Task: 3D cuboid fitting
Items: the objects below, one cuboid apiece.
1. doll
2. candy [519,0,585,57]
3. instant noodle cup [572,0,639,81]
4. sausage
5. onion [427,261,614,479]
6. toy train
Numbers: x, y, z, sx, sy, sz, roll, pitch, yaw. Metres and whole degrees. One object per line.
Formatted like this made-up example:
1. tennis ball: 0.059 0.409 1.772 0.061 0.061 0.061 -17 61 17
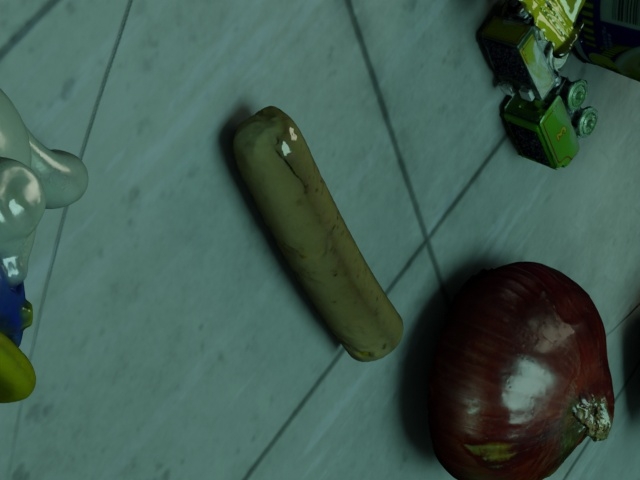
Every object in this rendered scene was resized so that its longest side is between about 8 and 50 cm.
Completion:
1. doll: -0.241 -0.018 0.984 0.243 0.159 0.311 -59 140 -17
2. candy: 0.240 -0.320 1.556 0.187 0.081 0.297 46 60 -13
3. instant noodle cup: 0.417 -0.230 1.677 0.284 0.312 0.284 -30 129 -45
4. sausage: 0.000 0.002 1.418 0.066 0.066 0.301 -56 141 -22
5. onion: 0.198 0.133 1.687 0.248 0.161 0.248 20 67 -58
6. toy train: 0.207 -0.149 1.643 0.081 0.060 0.202 -52 140 -18
